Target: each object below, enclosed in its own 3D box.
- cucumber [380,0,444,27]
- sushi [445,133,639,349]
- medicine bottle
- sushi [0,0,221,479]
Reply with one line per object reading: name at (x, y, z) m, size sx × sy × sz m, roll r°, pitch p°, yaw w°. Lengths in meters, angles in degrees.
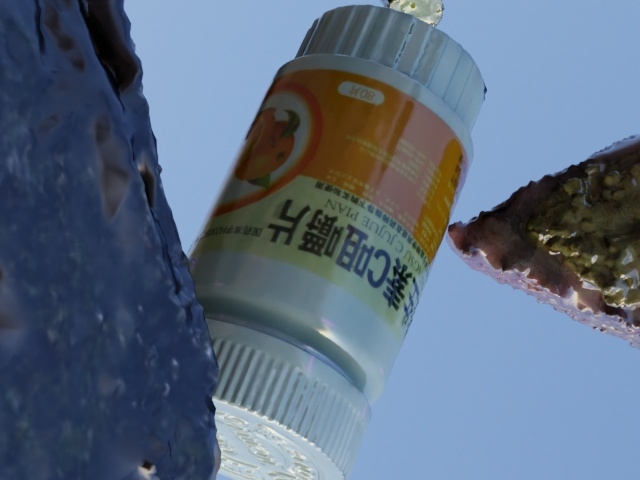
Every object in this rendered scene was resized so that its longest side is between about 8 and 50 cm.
cucumber at (0.068, -0.269, 1.360) m, size 0.215 × 0.052 × 0.058 m, roll -105°, pitch -171°, yaw -50°
sushi at (0.226, -0.016, 1.035) m, size 0.107 × 0.241 × 0.161 m, roll 60°, pitch 53°, yaw -77°
medicine bottle at (0.000, 0.000, 0.984) m, size 0.158 × 0.158 × 0.318 m, roll -14°, pitch -134°, yaw 50°
sushi at (-0.156, 0.012, 0.654) m, size 0.211 × 0.171 × 0.350 m, roll -18°, pitch -103°, yaw 38°
